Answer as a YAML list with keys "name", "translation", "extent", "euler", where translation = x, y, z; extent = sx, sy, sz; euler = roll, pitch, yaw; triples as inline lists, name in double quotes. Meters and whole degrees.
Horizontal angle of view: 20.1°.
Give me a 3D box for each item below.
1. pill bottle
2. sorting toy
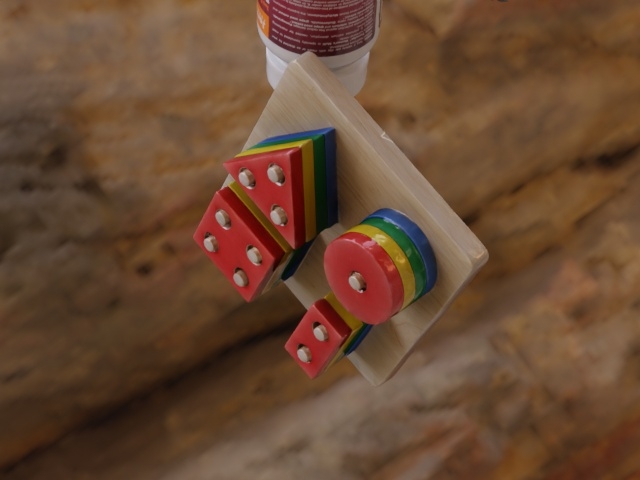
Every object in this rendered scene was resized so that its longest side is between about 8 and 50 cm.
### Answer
- name: "pill bottle"
  translation: [0.000, -0.240, 1.710]
  extent: [0.121, 0.121, 0.221]
  euler: [-38, -31, -32]
- name: "sorting toy"
  translation: [0.000, 0.000, 1.709]
  extent: [0.089, 0.257, 0.255]
  euler: [-32, -14, -34]
